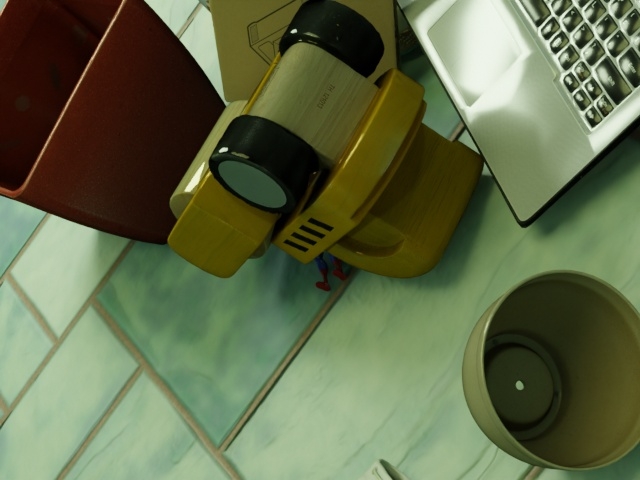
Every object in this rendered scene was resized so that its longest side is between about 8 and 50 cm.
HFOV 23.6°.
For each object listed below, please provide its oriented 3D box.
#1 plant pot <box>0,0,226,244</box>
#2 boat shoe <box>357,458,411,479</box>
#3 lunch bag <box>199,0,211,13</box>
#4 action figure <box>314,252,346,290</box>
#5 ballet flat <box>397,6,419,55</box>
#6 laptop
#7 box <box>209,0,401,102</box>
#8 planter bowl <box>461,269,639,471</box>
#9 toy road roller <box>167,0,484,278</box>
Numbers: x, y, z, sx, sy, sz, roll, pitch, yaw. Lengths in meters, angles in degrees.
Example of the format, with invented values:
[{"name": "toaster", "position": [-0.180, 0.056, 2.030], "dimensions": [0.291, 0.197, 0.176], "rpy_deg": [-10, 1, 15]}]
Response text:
[{"name": "plant pot", "position": [-0.268, -0.136, 1.829], "dimensions": [0.267, 0.235, 0.267], "rpy_deg": [17, 77, 51]}, {"name": "boat shoe", "position": [0.092, 0.246, 1.314], "dimensions": [0.226, 0.083, 0.076], "rpy_deg": [22, 83, 51]}, {"name": "lunch bag", "position": [-0.036, -0.366, 1.753], "dimensions": [0.243, 0.115, 0.303], "rpy_deg": [-45, 6, 18]}, {"name": "action figure", "position": [0.000, 0.000, 1.624], "dimensions": [0.038, 0.030, 0.115], "rpy_deg": [-40, 39, 25]}, {"name": "ballet flat", "position": [0.117, -0.259, 1.646], "dimensions": [0.206, 0.067, 0.073], "rpy_deg": [-26, 49, 33]}, {"name": "laptop", "position": [0.180, -0.304, 1.368], "dimensions": [0.408, 0.236, 0.382], "rpy_deg": [-45, 47, 25]}, {"name": "box", "position": [-0.015, -0.219, 1.629], "dimensions": [0.201, 0.164, 0.021], "rpy_deg": [3, 34, 14]}, {"name": "planter bowl", "position": [0.182, 0.114, 1.271], "dimensions": [0.109, 0.162, 0.162], "rpy_deg": [-32, 38, 66]}, {"name": "toy road roller", "position": [0.008, -0.059, 1.530], "dimensions": [0.203, 0.240, 0.329], "rpy_deg": [-61, 9, -24]}]
